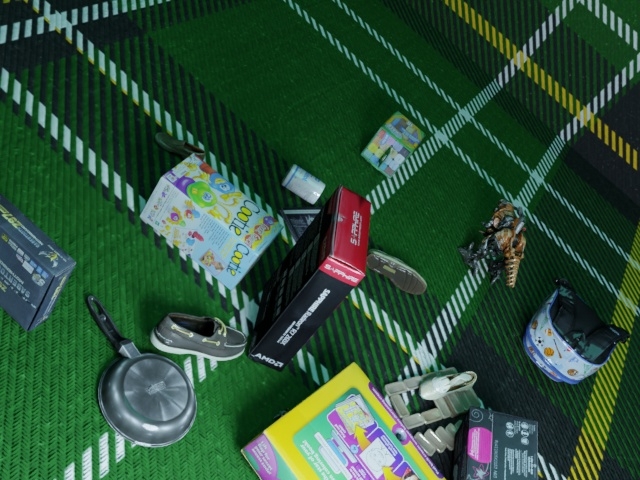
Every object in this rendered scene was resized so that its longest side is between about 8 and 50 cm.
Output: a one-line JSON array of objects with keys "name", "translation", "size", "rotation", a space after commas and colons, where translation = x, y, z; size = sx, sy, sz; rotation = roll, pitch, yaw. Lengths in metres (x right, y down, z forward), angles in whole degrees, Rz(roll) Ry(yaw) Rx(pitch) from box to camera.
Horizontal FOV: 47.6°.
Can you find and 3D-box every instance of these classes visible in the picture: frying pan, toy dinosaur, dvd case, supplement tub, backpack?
[{"name": "frying pan", "translation": [-0.338, 0.241, 1.413], "size": [0.197, 0.053, 0.326], "rotation": [9, 50, -36]}, {"name": "toy dinosaur", "translation": [0.549, 0.011, 2.224], "size": [0.164, 0.218, 0.322], "rotation": [38, 38, -3]}, {"name": "dvd case", "translation": [0.000, 0.000, 1.948], "size": [0.164, 0.018, 0.221], "rotation": [-3, 55, -40]}, {"name": "supplement tub", "translation": [-0.048, -0.157, 2.023], "size": [0.107, 0.071, 0.071], "rotation": [31, 39, -9]}, {"name": "backpack", "translation": [0.711, 0.281, 2.098], "size": [0.276, 0.213, 0.263], "rotation": [42, 29, 14]}]

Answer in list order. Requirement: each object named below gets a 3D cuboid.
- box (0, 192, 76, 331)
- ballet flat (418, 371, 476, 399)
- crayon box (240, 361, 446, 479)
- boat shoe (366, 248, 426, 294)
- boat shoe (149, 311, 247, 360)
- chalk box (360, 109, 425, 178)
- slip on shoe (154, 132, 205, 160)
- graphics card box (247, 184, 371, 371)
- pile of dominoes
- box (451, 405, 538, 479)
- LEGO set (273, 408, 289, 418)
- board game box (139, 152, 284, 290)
[{"name": "box", "translation": [-0.570, 0.030, 1.317], "size": [0.232, 0.183, 0.059], "rotation": [43, 38, 3]}, {"name": "ballet flat", "translation": [0.313, 0.348, 1.779], "size": [0.168, 0.052, 0.057], "rotation": [-7, 56, -34]}, {"name": "crayon box", "translation": [0.068, 0.471, 1.453], "size": [0.363, 0.106, 0.313], "rotation": [52, 40, 9]}, {"name": "boat shoe", "translation": [0.214, 0.077, 2.013], "size": [0.190, 0.068, 0.072], "rotation": [34, 26, -6]}, {"name": "boat shoe", "translation": [-0.237, 0.194, 1.499], "size": [0.227, 0.069, 0.081], "rotation": [13, 32, -43]}, {"name": "chalk box", "translation": [0.226, -0.301, 2.342], "size": [0.132, 0.132, 0.213], "rotation": [40, 37, 1]}, {"name": "slip on shoe", "translation": [-0.361, -0.244, 1.876], "size": [0.135, 0.041, 0.051], "rotation": [33, 38, -8]}, {"name": "graphics card box", "translation": [-0.025, 0.087, 1.556], "size": [0.094, 0.371, 0.233], "rotation": [27, 39, -15]}, {"name": "pile of dominoes", "translation": [0.286, 0.420, 1.768], "size": [0.251, 0.040, 0.196], "rotation": [-7, 57, -33]}, {"name": "box", "translation": [0.380, 0.518, 1.591], "size": [0.163, 0.142, 0.247], "rotation": [13, 48, 2]}, {"name": "LEGO set", "translation": [-0.057, 0.373, 1.525], "size": [0.083, 0.023, 0.054], "rotation": [-1, 53, -40]}, {"name": "board game box", "translation": [-0.250, -0.044, 1.686], "size": [0.275, 0.144, 0.142], "rotation": [40, 37, -1]}]
